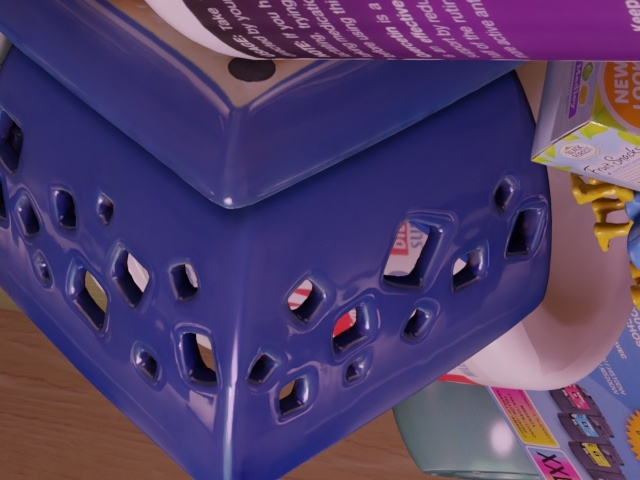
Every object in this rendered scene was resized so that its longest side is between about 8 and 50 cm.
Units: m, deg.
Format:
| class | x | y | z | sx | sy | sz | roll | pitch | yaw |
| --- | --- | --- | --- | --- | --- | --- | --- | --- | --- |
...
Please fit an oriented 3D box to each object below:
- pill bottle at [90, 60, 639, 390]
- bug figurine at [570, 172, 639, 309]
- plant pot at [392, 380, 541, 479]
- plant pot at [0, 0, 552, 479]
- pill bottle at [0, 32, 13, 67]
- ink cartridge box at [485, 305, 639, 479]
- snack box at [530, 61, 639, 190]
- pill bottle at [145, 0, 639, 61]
| class | x | y | z | sx | sy | sz | roll | pitch | yaw |
| --- | --- | --- | --- | --- | --- | --- | --- | --- | --- |
| pill bottle | 0.012 | -0.019 | 0.967 | 0.408 | 0.229 | 0.229 | 1 | 164 | 41 |
| bug figurine | 0.195 | -0.041 | 0.724 | 0.072 | 0.216 | 0.279 | -9 | 160 | 20 |
| plant pot | 0.200 | 0.137 | 1.386 | 0.293 | 0.235 | 0.293 | 4 | 167 | 1 |
| plant pot | -0.029 | -0.054 | 0.654 | 0.236 | 0.236 | 0.212 | 38 | 142 | 33 |
| pill bottle | -0.245 | -0.170 | 0.660 | 0.176 | 0.176 | 0.318 | 2 | 164 | 42 |
| ink cartridge box | 0.297 | 0.084 | 1.064 | 0.270 | 0.151 | 0.395 | 57 | 152 | -12 |
| snack box | 0.208 | -0.094 | 0.553 | 0.207 | 0.174 | 0.070 | 14 | 167 | -8 |
| pill bottle | 0.046 | -0.151 | 0.440 | 0.323 | 0.181 | 0.181 | 5 | 166 | 30 |
